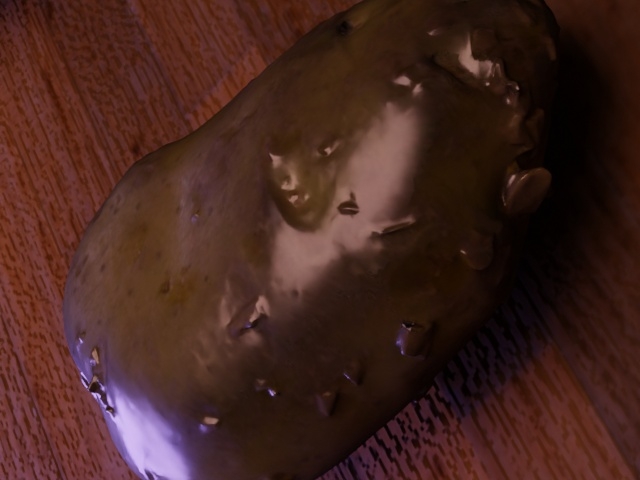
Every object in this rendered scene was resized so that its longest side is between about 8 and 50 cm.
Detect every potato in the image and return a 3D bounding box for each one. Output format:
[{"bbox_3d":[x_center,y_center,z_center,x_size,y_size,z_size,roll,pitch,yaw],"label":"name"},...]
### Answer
[{"bbox_3d":[0.000,0.000,0.687,0.296,0.141,0.192,-46,39,26],"label":"potato"}]
